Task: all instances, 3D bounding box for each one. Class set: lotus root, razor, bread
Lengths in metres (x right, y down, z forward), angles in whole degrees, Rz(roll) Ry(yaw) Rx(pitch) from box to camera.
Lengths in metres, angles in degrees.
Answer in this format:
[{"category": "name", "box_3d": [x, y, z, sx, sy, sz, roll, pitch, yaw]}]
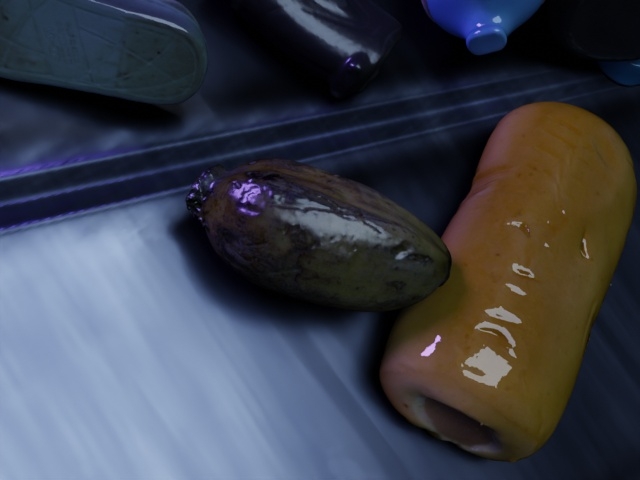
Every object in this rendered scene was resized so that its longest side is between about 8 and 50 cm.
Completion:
[{"category": "lotus root", "box_3d": [0.000, 0.000, 0.424, 0.180, 0.080, 0.089, 20, 30, -7]}, {"category": "razor", "box_3d": [-0.008, -0.181, 0.508, 0.148, 0.054, 0.090, 38, 60, -9]}, {"category": "bread", "box_3d": [0.161, 0.017, 0.497, 0.142, 0.091, 0.305, 35, 60, -4]}]

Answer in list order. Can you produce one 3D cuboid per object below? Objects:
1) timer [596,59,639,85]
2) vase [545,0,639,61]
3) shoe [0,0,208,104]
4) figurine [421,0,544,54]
[{"category": "timer", "box_3d": [0.380, -0.297, 0.715, 0.250, 0.091, 0.231, -15, 79, -23]}, {"category": "vase", "box_3d": [0.286, -0.349, 0.614, 0.174, 0.173, 0.320, 7, 70, -23]}, {"category": "shoe", "box_3d": [-0.167, -0.146, 0.423, 0.195, 0.079, 0.078, 15, 30, -11]}, {"category": "figurine", "box_3d": [0.129, -0.300, 0.563, 0.180, 0.154, 0.261, 26, 58, -27]}]
